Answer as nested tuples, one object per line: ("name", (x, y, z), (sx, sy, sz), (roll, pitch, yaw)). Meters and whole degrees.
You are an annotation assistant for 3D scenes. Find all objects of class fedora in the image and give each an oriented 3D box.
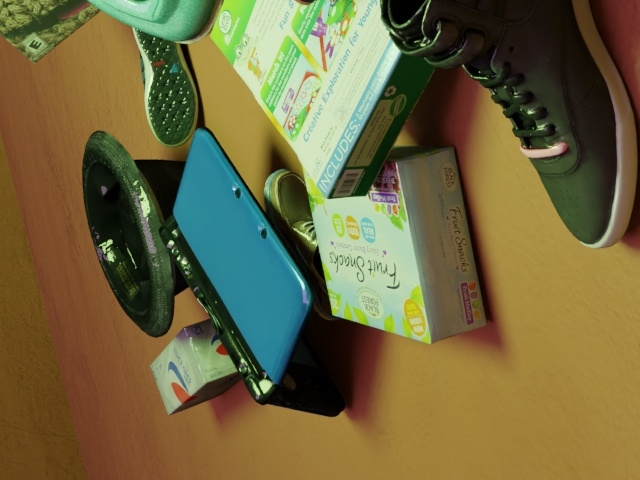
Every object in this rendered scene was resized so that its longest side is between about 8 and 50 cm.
("fedora", (-0.221, -0.024, 1.708), (0.334, 0.153, 0.334), (47, 147, 45))

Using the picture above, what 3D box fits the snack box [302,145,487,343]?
("snack box", (0.067, -0.003, 1.175), (0.207, 0.070, 0.174), (13, 116, 65))

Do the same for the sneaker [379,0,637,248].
("sneaker", (0.126, -0.121, 0.857), (0.104, 0.147, 0.295), (3, 111, 64))

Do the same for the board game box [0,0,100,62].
("board game box", (-0.386, -0.410, 1.543), (0.141, 0.232, 0.291), (55, -174, 32))

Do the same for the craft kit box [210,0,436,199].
("craft kit box", (0.012, -0.209, 1.075), (0.246, 0.061, 0.250), (54, 133, 31))

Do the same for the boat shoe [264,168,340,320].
("boat shoe", (0.000, 0.000, 1.352), (0.183, 0.066, 0.066), (63, 153, -4))

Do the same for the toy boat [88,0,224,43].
("toy boat", (-0.213, -0.385, 1.362), (0.267, 0.148, 0.318), (29, 129, 16))

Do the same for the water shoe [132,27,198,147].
("water shoe", (-0.211, -0.232, 1.665), (0.080, 0.073, 0.203), (-109, 11, -76))

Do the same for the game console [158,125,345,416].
("game console", (-0.058, 0.042, 1.454), (0.173, 0.250, 0.293), (-45, 56, 17))

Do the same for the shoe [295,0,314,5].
("shoe", (0.004, -0.228, 0.993), (0.178, 0.063, 0.081), (44, 128, 48))

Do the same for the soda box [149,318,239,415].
("soda box", (-0.181, 0.190, 1.852), (0.091, 0.098, 0.286), (68, 156, 9))
